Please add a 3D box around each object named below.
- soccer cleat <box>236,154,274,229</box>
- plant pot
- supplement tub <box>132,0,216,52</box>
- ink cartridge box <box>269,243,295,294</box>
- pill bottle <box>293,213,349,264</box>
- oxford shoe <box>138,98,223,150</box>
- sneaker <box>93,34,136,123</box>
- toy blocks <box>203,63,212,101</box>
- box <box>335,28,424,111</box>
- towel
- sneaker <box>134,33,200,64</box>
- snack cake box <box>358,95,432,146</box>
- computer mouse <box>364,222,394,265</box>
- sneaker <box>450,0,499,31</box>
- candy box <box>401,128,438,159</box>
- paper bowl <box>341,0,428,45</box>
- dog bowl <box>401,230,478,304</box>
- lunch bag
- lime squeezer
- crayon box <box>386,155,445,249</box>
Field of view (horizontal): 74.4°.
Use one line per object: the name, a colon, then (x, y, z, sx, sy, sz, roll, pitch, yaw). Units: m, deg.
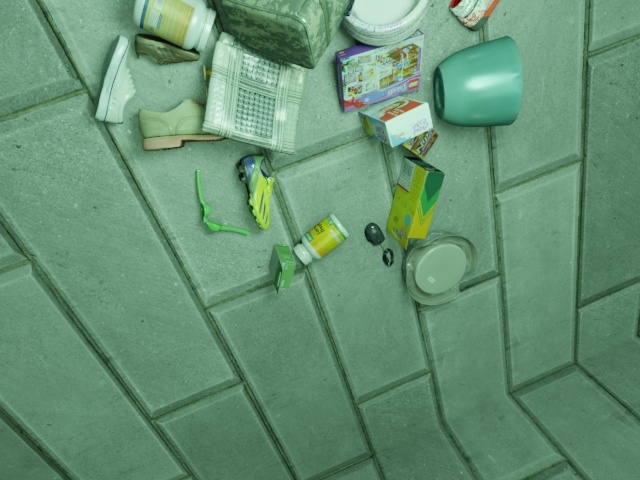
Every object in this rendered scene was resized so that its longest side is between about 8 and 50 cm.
soccer cleat: (-0.212, -0.170, 1.524, 0.121, 0.093, 0.290, -20, 120, -14)
plant pot: (0.527, -0.531, 1.464, 0.234, 0.293, 0.293, -8, 118, 5)
supplement tub: (-0.414, -0.640, 1.200, 0.199, 0.144, 0.145, 19, 109, -23)
ink cartridge box: (-0.143, 0.110, 1.612, 0.062, 0.209, 0.109, 8, 113, -19)
pill bottle: (0.000, 0.000, 1.655, 0.208, 0.118, 0.118, -38, 120, 4)
oxford shoe: (-0.376, -0.386, 1.346, 0.396, 0.140, 0.147, -14, 103, -17)
sneaker: (-0.605, -0.477, 1.268, 0.091, 0.094, 0.258, 9, 118, -40)
toy blocks: (-0.292, -0.499, 1.338, 0.147, 0.054, 0.124, -7, 87, -13)
box: (0.200, -0.573, 1.425, 0.292, 0.057, 0.201, -19, 143, -7)
towel: (-0.195, -0.460, 1.323, 0.311, 0.056, 0.325, 10, 85, -25)
sneaker: (-0.463, -0.567, 1.280, 0.188, 0.066, 0.071, 11, 129, -16)
snack cake box: (0.249, -0.415, 1.439, 0.152, 0.264, 0.089, -24, 118, -3)
computer mouse: (0.257, 0.023, 1.786, 0.071, 0.041, 0.242, -34, 120, 1)
sneaker: (0.547, -0.864, 1.407, 0.144, 0.090, 0.270, 21, 110, -27)
candy box: (0.368, -0.374, 1.559, 0.109, 0.053, 0.186, -58, 154, 15)
paper bowl: (0.192, -0.740, 1.289, 0.283, 0.148, 0.285, 0, 88, 10)
dog bowl: (0.520, 0.114, 1.874, 0.348, 0.102, 0.349, -6, 117, -13)
lunch bag: (-0.084, -0.669, 1.185, 0.304, 0.212, 0.256, 24, 81, 16)
lime squeezer: (-0.385, -0.102, 1.526, 0.109, 0.059, 0.311, -34, 119, 2)
crayon box: (0.360, -0.145, 1.644, 0.081, 0.202, 0.319, 3, 115, -18)
